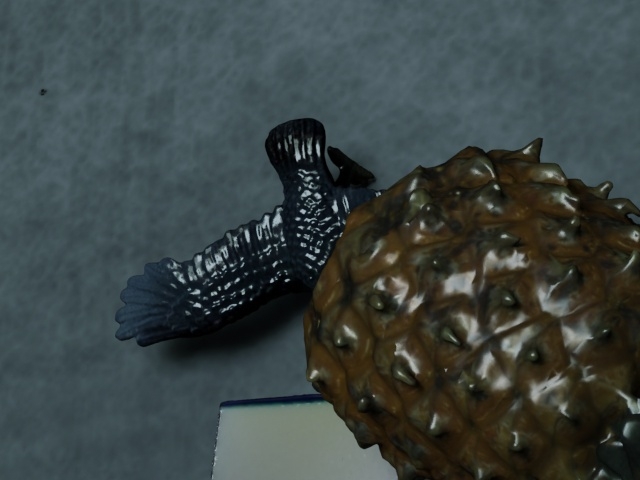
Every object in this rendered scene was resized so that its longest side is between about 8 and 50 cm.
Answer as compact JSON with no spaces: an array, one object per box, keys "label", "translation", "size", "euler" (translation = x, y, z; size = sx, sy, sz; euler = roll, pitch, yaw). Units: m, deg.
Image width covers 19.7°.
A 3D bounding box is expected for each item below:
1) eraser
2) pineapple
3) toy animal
[{"label":"eraser","translation":[-0.007,0.144,0.844],"size":[0.103,0.023,0.150],"euler":[-6,64,27]},{"label":"pineapple","translation":[0.144,0.102,0.700],"size":[0.165,0.165,0.364],"euler":[-48,54,0]},{"label":"toy animal","translation":[0.000,0.000,0.888],"size":[0.220,0.062,0.108],"euler":[-10,61,18]}]
